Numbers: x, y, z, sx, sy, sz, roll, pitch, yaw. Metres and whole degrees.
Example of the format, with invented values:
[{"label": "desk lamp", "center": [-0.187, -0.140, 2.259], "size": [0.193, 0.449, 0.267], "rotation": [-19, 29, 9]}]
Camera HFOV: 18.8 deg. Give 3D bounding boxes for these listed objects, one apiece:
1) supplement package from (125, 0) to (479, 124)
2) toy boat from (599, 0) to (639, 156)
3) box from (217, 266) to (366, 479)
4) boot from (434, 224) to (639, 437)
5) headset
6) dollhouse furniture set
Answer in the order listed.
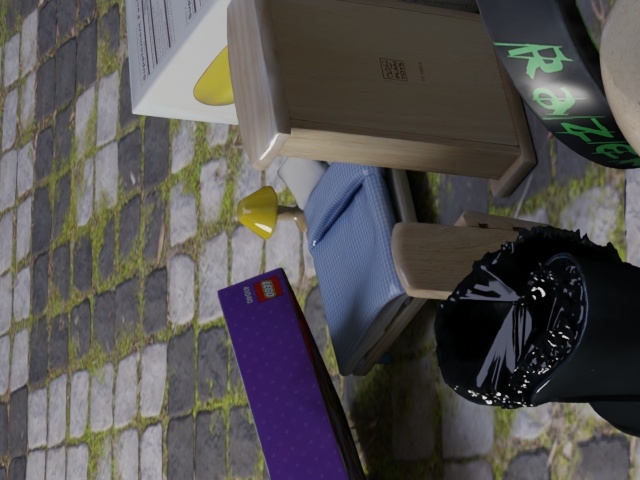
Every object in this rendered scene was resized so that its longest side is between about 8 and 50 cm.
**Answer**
[{"label": "supplement package", "center": [-0.018, -0.229, 1.492], "size": [0.262, 0.199, 0.198], "rotation": [139, 131, -57]}, {"label": "toy boat", "center": [0.245, -0.145, 0.823], "size": [0.148, 0.267, 0.318], "rotation": [40, 152, 21]}, {"label": "box", "center": [0.006, 0.191, 1.412], "size": [0.201, 0.057, 0.293], "rotation": [69, -179, -49]}, {"label": "boot", "center": [0.150, 0.054, 1.061], "size": [0.246, 0.207, 0.094], "rotation": [156, 116, -63]}, {"label": "headset", "center": [0.199, -0.230, 1.022], "size": [0.185, 0.243, 0.394], "rotation": [-10, 56, 40]}, {"label": "dollhouse furniture set", "center": [0.000, 0.000, 1.414], "size": [0.303, 0.198, 0.286], "rotation": [126, 142, -49]}]
